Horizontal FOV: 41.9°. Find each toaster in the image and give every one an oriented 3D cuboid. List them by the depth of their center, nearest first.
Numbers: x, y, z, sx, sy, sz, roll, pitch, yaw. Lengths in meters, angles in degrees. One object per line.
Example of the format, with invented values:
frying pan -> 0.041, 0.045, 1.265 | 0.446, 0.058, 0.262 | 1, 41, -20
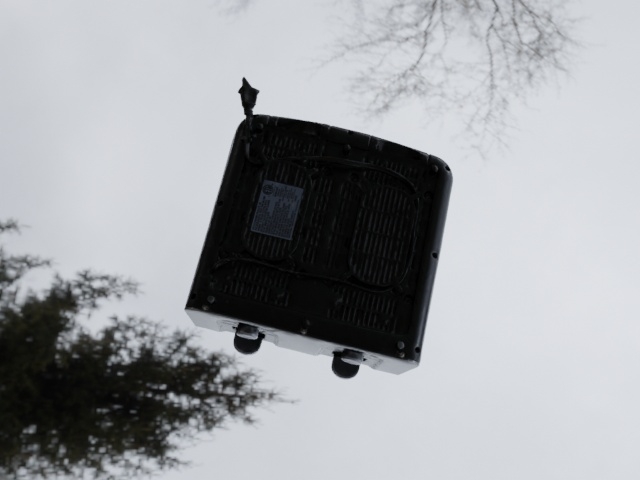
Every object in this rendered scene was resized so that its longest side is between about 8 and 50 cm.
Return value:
toaster -> 0.000, 0.000, 0.624 | 0.110, 0.168, 0.185 | 108, -5, -70
